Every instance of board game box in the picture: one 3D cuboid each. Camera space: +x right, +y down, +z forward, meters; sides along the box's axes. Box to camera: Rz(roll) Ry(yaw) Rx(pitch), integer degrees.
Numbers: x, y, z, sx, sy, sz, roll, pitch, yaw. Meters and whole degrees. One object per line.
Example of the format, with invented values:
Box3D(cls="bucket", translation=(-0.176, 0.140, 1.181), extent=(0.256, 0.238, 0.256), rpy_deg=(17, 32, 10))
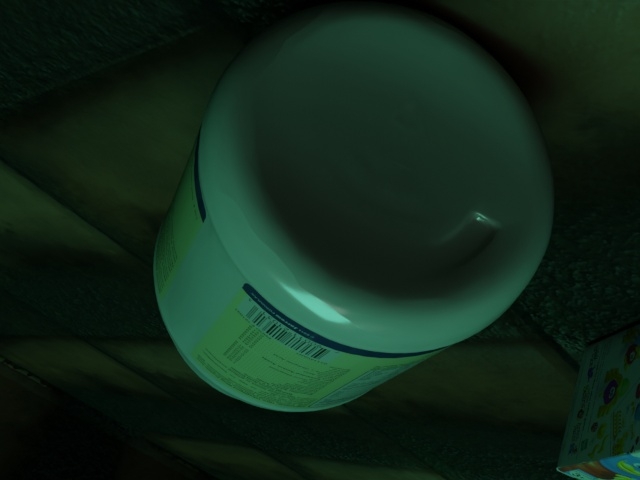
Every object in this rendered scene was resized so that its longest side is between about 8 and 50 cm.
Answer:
Box3D(cls="board game box", translation=(0.356, 0.151, 0.800), extent=(0.142, 0.144, 0.275), rpy_deg=(25, 156, -7))

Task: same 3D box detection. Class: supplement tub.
Box3D(cls="supplement tub", translation=(0.000, 0.000, 0.682), extent=(0.235, 0.235, 0.325), rpy_deg=(26, 155, -8))
